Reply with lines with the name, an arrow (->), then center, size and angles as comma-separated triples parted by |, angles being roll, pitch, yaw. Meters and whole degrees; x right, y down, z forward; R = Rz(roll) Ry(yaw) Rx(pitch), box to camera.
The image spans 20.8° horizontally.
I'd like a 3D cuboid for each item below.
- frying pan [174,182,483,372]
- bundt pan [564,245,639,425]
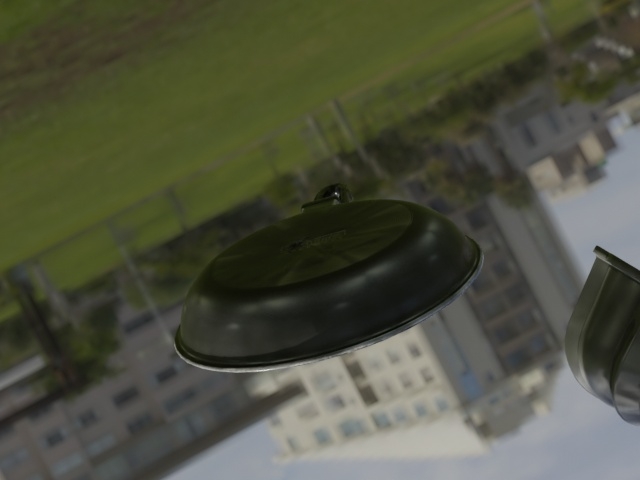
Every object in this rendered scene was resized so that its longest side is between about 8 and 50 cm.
frying pan -> 0.025, -0.003, 1.121 | 0.197, 0.053, 0.326 | -8, -159, 27
bundt pan -> 0.363, 0.141, 1.605 | 0.124, 0.331, 0.331 | -58, 179, 5
